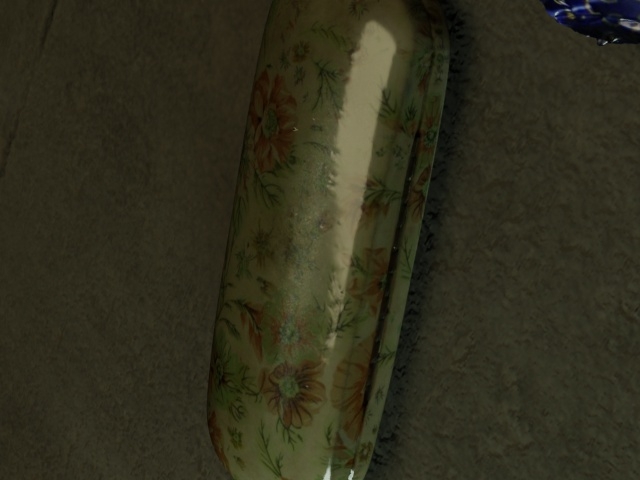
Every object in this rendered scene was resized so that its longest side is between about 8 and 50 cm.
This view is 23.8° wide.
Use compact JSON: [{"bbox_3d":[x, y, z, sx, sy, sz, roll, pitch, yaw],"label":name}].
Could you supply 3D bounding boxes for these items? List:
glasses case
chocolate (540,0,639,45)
[{"bbox_3d":[0.000,0.000,1.158,0.156,0.098,0.425,25,111,43],"label":"glasses case"},{"bbox_3d":[0.280,-0.125,0.855,0.343,0.126,0.148,33,113,37],"label":"chocolate"}]
